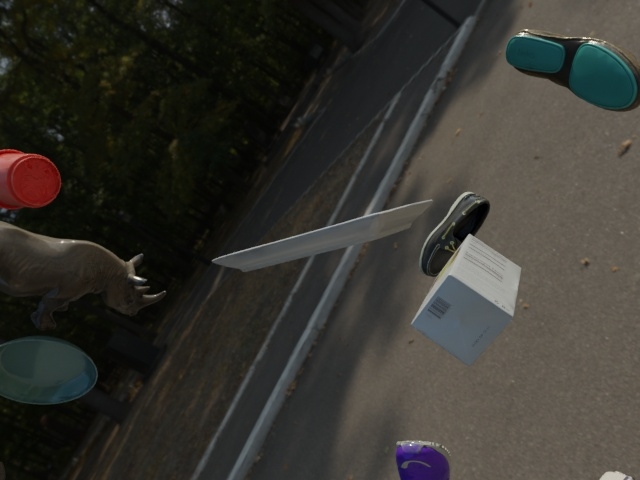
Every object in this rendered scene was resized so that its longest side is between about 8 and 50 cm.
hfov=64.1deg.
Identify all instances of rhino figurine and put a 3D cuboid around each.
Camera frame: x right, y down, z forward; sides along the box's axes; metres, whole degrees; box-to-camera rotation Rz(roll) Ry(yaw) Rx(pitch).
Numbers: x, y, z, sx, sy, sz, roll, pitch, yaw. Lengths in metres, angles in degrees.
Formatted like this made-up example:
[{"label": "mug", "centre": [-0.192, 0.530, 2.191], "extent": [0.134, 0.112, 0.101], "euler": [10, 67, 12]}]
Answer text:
[{"label": "rhino figurine", "centre": [-0.291, 0.042, 0.572], "extent": [0.106, 0.243, 0.073], "euler": [-62, 34, 20]}]

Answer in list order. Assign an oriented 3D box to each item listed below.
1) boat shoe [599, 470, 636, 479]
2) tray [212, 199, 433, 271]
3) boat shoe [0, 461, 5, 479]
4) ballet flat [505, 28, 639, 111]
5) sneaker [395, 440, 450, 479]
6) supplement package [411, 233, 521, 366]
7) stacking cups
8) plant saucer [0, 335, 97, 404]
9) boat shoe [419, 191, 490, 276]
[{"label": "boat shoe", "centre": [0.388, 0.410, 0.617], "extent": [0.158, 0.127, 0.340], "euler": [-1, 15, 46]}, {"label": "tray", "centre": [0.000, 0.000, 0.657], "extent": [0.270, 0.030, 0.145], "euler": [-15, 2, 37]}, {"label": "boat shoe", "centre": [-0.393, 0.305, 0.557], "extent": [0.135, 0.045, 0.050], "euler": [-108, 20, -66]}, {"label": "ballet flat", "centre": [0.532, -0.354, 1.032], "extent": [0.342, 0.124, 0.116], "euler": [-132, 36, -50]}, {"label": "sneaker", "centre": [0.218, 0.525, 1.035], "extent": [0.102, 0.293, 0.146], "euler": [-6, 40, 20]}, {"label": "supplement package", "centre": [0.296, 0.108, 1.017], "extent": [0.139, 0.134, 0.244], "euler": [-60, -11, 28]}, {"label": "stacking cups", "centre": [-0.462, -0.078, 0.689], "extent": [0.316, 0.096, 0.096], "euler": [10, 61, 35]}, {"label": "plant saucer", "centre": [-0.316, 0.144, 0.582], "extent": [0.119, 0.119, 0.021], "euler": [-51, 33, 27]}, {"label": "boat shoe", "centre": [0.314, -0.008, 1.202], "extent": [0.227, 0.081, 0.069], "euler": [-60, 25, 6]}]
